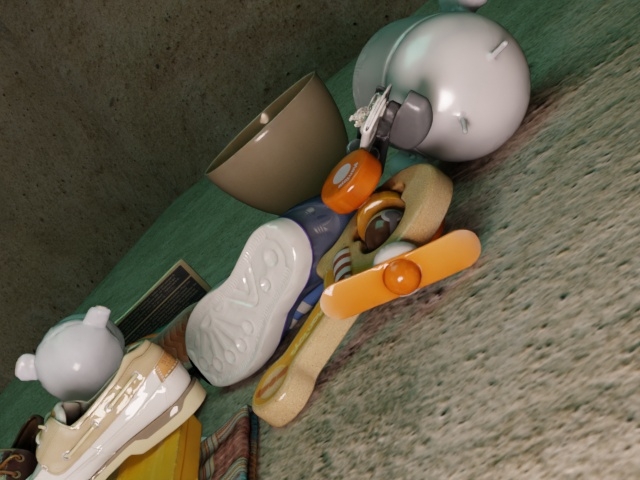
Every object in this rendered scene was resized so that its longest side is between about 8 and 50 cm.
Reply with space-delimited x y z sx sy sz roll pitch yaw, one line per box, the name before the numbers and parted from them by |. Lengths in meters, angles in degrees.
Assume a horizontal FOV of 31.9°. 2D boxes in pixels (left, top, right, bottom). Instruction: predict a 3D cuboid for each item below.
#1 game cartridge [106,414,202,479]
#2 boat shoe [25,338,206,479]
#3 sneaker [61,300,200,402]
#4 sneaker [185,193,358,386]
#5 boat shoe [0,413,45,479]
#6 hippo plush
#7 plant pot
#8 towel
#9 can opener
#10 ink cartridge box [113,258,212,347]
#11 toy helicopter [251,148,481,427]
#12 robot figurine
game cartridge | -0.271 0.340 1.252 0.323 0.053 0.285 -41 11 4
boat shoe | -0.282 0.234 1.320 0.302 0.103 0.113 -39 11 1
sneaker | -0.272 0.206 1.756 0.302 0.108 0.121 -30 -10 -27
sneaker | -0.033 0.060 1.548 0.236 0.130 0.323 -23 -25 -46
boat shoe | -0.497 0.390 1.795 0.123 0.123 0.342 -26 15 19
hippo plush | -0.309 0.225 1.508 0.234 0.236 0.294 -43 12 0
plant pot | -0.052 -0.153 2.111 0.284 0.191 0.284 -41 11 10
towel | -0.215 0.349 1.252 0.370 0.040 0.271 -42 12 7
can opener | 0.075 -0.116 1.442 0.074 0.093 0.280 -61 -3 -16
ink cartridge box | -0.276 0.138 1.958 0.193 0.088 0.235 -44 -3 -9
toy helicopter | 0.042 0.063 1.286 0.355 0.140 0.235 -56 23 -9
robot figurine | 0.165 -0.214 1.558 0.353 0.199 0.300 -150 71 -74
